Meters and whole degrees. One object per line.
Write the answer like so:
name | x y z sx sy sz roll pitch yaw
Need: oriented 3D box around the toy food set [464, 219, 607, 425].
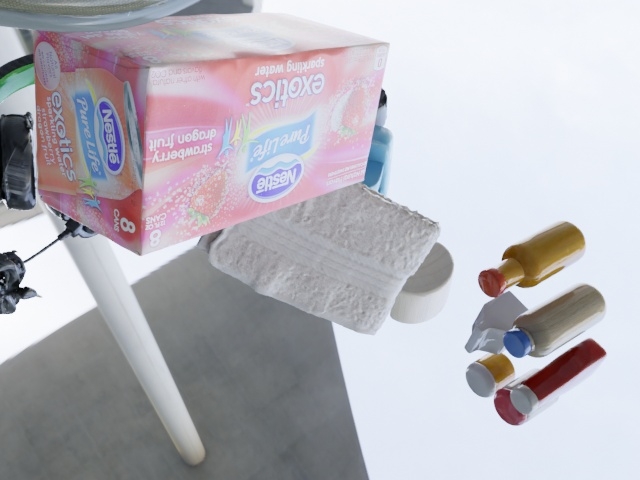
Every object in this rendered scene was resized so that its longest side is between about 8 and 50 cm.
toy food set | 0.176 0.101 0.656 0.105 0.232 0.111 -23 -122 -29

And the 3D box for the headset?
headset | -0.338 -0.093 0.907 0.244 0.185 0.394 16 -120 -12

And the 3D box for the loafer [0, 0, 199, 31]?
loafer | -0.130 -0.130 0.268 0.251 0.087 0.094 -15 -89 -16

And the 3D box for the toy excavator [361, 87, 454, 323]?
toy excavator | 0.037 -0.072 1.300 0.433 0.222 0.445 11 -130 9

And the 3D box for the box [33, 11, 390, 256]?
box | -0.086 -0.113 0.651 0.142 0.154 0.300 26 -150 31

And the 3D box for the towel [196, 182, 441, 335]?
towel | 0.000 0.000 0.930 0.282 0.187 0.049 25 -160 -18
